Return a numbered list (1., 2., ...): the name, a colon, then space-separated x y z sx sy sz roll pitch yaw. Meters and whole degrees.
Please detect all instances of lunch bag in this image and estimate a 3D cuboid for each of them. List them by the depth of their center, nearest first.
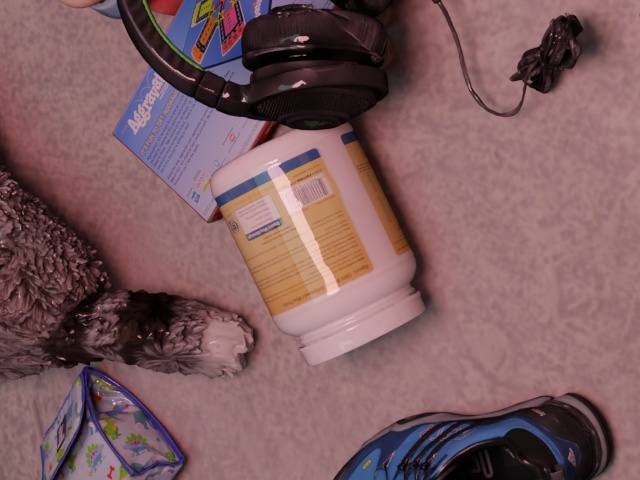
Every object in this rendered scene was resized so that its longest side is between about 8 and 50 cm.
1. lunch bag: -0.234 0.228 1.812 0.151 0.096 0.129 51 126 29

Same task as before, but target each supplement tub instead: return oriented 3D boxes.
1. supplement tub: 0.000 0.000 1.569 0.144 0.144 0.199 -25 90 34

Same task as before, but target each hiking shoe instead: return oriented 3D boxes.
1. hiking shoe: 0.109 0.215 1.561 0.304 0.132 0.113 -25 87 34

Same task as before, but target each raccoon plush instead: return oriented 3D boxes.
1. raccoon plush: -0.287 -0.014 1.772 0.216 0.446 0.299 125 153 -60

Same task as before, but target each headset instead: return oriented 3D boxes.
1. headset: 0.020 -0.209 1.449 0.394 0.185 0.243 20 79 -6

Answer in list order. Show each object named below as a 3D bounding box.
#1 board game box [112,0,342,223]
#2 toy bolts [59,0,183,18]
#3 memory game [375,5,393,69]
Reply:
1. board game box: -0.089 -0.168 1.646 0.145 0.027 0.281 42 121 16
2. toy bolts: -0.195 -0.326 1.610 0.218 0.158 0.228 30 116 23
3. memory game: -0.012 -0.194 1.614 0.186 0.012 0.186 9 106 31
